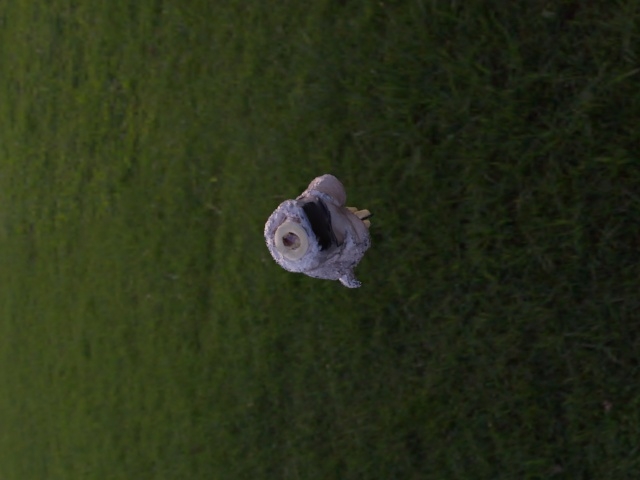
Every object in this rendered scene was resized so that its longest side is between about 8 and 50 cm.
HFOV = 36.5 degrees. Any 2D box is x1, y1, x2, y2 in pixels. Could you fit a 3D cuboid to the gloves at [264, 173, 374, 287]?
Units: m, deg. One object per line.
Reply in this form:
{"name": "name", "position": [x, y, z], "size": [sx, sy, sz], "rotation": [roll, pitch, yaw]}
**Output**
{"name": "gloves", "position": [-0.005, -0.007, 1.040], "size": [0.094, 0.144, 0.110], "rotation": [-32, 64, 23]}
